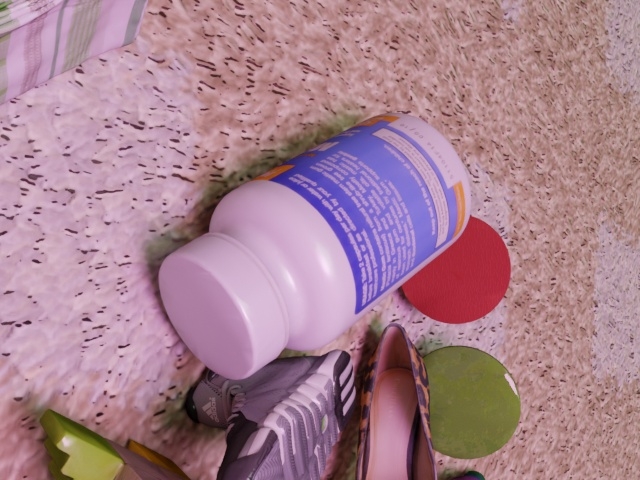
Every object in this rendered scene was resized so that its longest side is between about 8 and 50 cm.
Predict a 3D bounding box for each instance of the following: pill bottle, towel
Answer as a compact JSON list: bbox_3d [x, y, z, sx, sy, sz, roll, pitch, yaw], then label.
[{"bbox_3d":[0.000,0.000,0.608,0.272,0.152,0.153,-33,109,-38],"label":"pill bottle"},{"bbox_3d":[-0.179,-0.142,0.482,0.023,0.113,0.152,47,57,0],"label":"towel"}]

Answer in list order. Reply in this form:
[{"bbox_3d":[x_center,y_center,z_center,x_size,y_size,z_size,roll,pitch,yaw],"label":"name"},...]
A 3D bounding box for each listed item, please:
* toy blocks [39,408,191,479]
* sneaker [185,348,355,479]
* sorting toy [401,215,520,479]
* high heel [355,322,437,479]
[{"bbox_3d":[-0.108,0.332,0.504,0.381,0.190,0.261,42,74,-33],"label":"toy blocks"},{"bbox_3d":[-0.061,0.152,0.552,0.228,0.132,0.086,-29,117,-68],"label":"sneaker"},{"bbox_3d":[0.169,0.148,0.810,0.126,0.126,0.366,-19,105,-71],"label":"sorting toy"},{"bbox_3d":[0.065,0.192,0.639,0.261,0.093,0.186,-47,132,-79],"label":"high heel"}]
